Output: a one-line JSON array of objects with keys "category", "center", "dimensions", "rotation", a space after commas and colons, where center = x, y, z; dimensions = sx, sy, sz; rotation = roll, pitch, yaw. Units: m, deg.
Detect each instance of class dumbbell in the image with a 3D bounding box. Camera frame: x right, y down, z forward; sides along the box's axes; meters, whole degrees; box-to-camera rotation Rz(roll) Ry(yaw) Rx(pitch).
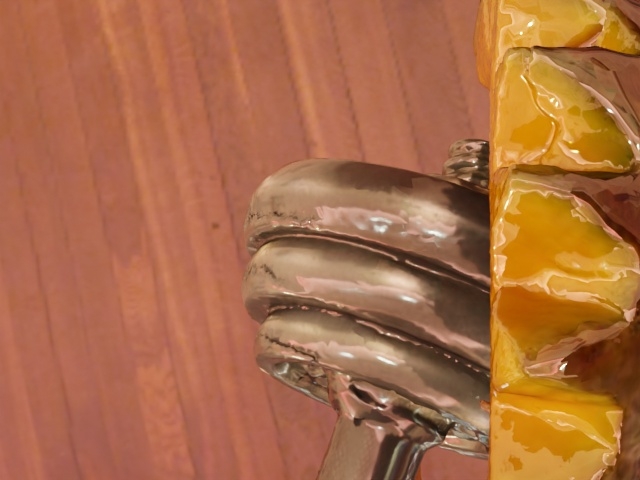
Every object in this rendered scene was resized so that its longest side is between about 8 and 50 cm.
[{"category": "dumbbell", "center": [0.002, 0.142, 0.482], "dimensions": [0.179, 0.179, 0.406], "rotation": [11, 71, 32]}]

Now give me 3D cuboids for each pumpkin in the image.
[{"category": "pumpkin", "center": [0.122, -0.014, 0.395], "dimensions": [0.149, 0.254, 0.130], "rotation": [7, 142, -1]}]

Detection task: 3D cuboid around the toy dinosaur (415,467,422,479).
[{"category": "toy dinosaur", "center": [0.041, 0.139, 0.725], "dimensions": [0.041, 0.026, 0.113], "rotation": [-13, 80, 5]}]
